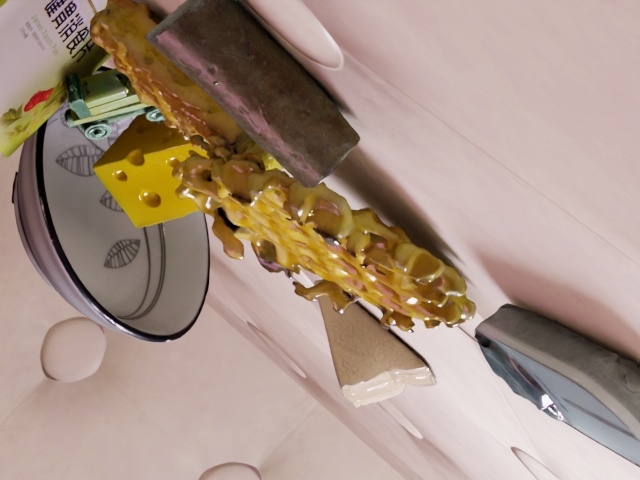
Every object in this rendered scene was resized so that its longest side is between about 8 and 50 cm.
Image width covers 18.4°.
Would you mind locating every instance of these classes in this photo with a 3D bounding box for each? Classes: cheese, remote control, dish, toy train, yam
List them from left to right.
[{"bbox_3d":[-0.243,-0.028,2.126,0.316,0.106,0.316,42,-141,-47],"label":"dish"},{"bbox_3d":[-0.199,-0.142,1.963,0.081,0.122,0.050,70,-175,-66],"label":"toy train"},{"bbox_3d":[-0.124,-0.082,2.032,0.171,0.126,0.093,7,141,46],"label":"cheese"},{"bbox_3d":[-0.046,-0.117,1.468,0.169,0.068,0.068,42,173,-15],"label":"yam"},{"bbox_3d":[0.192,0.108,1.477,0.104,0.052,0.247,49,172,-23],"label":"remote control"}]

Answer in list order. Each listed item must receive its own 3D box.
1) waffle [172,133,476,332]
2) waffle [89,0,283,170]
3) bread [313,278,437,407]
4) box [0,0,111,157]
[{"bbox_3d":[-0.002,0.003,1.673,0.262,0.060,0.280,37,165,-22],"label":"waffle"},{"bbox_3d":[-0.126,-0.140,1.778,0.211,0.055,0.160,40,171,17],"label":"waffle"},{"bbox_3d":[0.062,0.107,2.260,0.077,0.105,0.152,59,-165,-65],"label":"bread"},{"bbox_3d":[-0.287,-0.194,1.878,0.062,0.175,0.260,42,172,15],"label":"box"}]
